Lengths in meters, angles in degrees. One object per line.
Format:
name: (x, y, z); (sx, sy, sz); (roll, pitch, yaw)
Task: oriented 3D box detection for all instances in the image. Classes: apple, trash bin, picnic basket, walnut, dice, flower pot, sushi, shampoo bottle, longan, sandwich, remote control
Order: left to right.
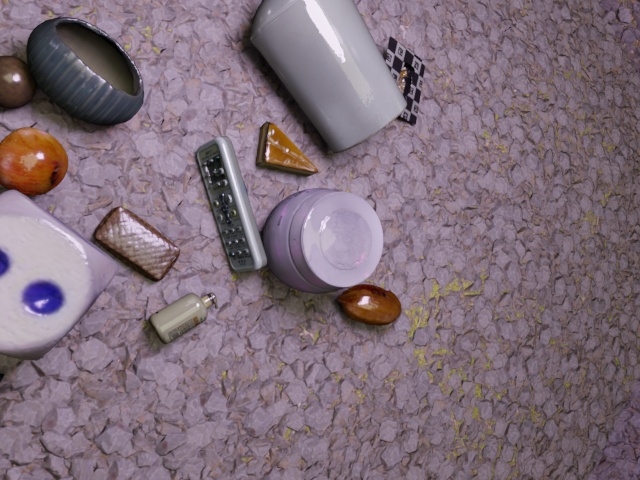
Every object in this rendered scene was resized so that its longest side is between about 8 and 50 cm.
longan: (-0.659, -0.330, 0.997); (0.119, 0.106, 0.106); (-6, 90, 11)
dice: (-0.572, 0.065, 0.926); (0.251, 0.259, 0.243); (42, 72, -21)
apple: (-0.599, -0.160, 0.991); (0.147, 0.146, 0.146); (2, 86, -28)
flower pot: (-0.502, -0.357, 1.025); (0.243, 0.157, 0.189); (47, 42, -32)
picnic basket: (-0.426, 0.009, 1.118); (0.193, 0.055, 0.110); (40, 70, -22)
shampoo bottle: (-0.323, 0.175, 1.146); (0.162, 0.079, 0.079); (-32, 102, -25)
remote control: (-0.217, -0.087, 1.192); (0.066, 0.128, 0.335); (-21, 97, -40)
sandwich: (-0.084, -0.247, 1.295); (0.163, 0.079, 0.113); (9, 84, -26)
shampoo bottle: (0.000, 0.000, 1.221); (0.273, 0.266, 0.272); (2, 85, -29)
trash bin: (0.016, -0.477, 1.257); (0.280, 0.280, 0.432); (-44, 110, -23)
walnut: (0.141, 0.185, 1.378); (0.207, 0.116, 0.115); (10, 82, -20)
sushi: (0.240, -0.493, 1.495); (0.192, 0.051, 0.215); (13, 85, -43)

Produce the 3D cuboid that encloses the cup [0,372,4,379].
cup: (-0.722, 0.301, 0.913); (0.138, 0.113, 0.150); (32, 71, -21)
